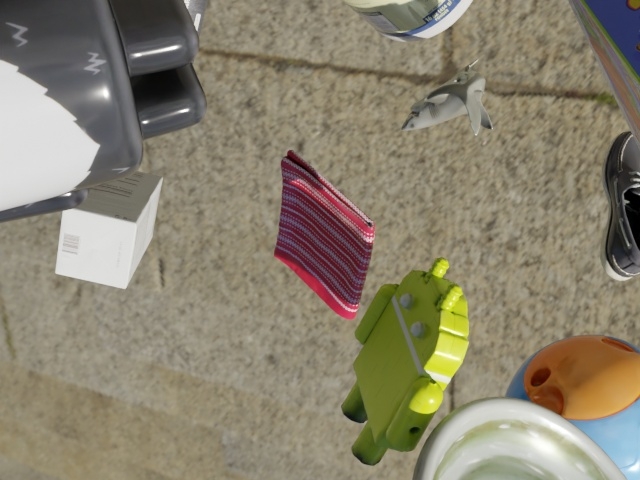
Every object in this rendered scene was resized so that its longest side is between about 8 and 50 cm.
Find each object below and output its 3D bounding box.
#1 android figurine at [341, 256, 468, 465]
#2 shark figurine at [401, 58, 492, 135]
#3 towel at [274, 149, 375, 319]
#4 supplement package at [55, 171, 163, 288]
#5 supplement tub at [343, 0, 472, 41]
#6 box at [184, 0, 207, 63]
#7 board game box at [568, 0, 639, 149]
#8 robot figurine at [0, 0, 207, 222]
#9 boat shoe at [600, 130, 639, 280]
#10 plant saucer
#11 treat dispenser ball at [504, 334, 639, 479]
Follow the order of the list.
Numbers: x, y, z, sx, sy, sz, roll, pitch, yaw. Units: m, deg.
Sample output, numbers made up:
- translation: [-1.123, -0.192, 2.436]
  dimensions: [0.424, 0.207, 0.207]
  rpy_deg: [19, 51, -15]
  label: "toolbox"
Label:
- translation: [0.107, 0.149, 1.272]
  dimensions: [0.056, 0.248, 0.273]
  rpy_deg: [18, 118, -19]
  label: "android figurine"
- translation: [0.244, -0.223, 1.625]
  dimensions: [0.116, 0.166, 0.278]
  rpy_deg: [53, 173, -6]
  label: "shark figurine"
- translation: [0.000, 0.000, 1.603]
  dimensions: [0.199, 0.031, 0.275]
  rpy_deg: [42, 152, 21]
  label: "towel"
- translation: [-0.393, -0.033, 1.865]
  dimensions: [0.134, 0.244, 0.139]
  rpy_deg: [13, 113, -3]
  label: "supplement package"
- translation: [0.091, -0.490, 1.590]
  dimensions: [0.235, 0.325, 0.235]
  rpy_deg: [-18, 59, 34]
  label: "supplement tub"
- translation: [-0.247, -0.367, 1.447]
  dimensions: [0.056, 0.183, 0.231]
  rpy_deg: [27, 109, 36]
  label: "box"
- translation: [0.306, -0.075, 0.786]
  dimensions: [0.078, 0.233, 0.347]
  rpy_deg: [-29, 130, 15]
  label: "board game box"
- translation: [-0.221, -0.104, 0.671]
  dimensions: [0.173, 0.278, 0.209]
  rpy_deg: [-145, 42, -71]
  label: "robot figurine"
- translation: [0.398, -0.052, 1.243]
  dimensions: [0.075, 0.206, 0.065]
  rpy_deg: [18, 157, -15]
  label: "boat shoe"
- translation: [0.246, 0.385, 1.169]
  dimensions: [0.400, 0.400, 0.100]
  rpy_deg: [47, 131, 1]
  label: "plant saucer"
- translation: [0.427, 0.290, 1.555]
  dimensions: [0.288, 0.288, 0.288]
  rpy_deg: [14, 121, 24]
  label: "treat dispenser ball"
